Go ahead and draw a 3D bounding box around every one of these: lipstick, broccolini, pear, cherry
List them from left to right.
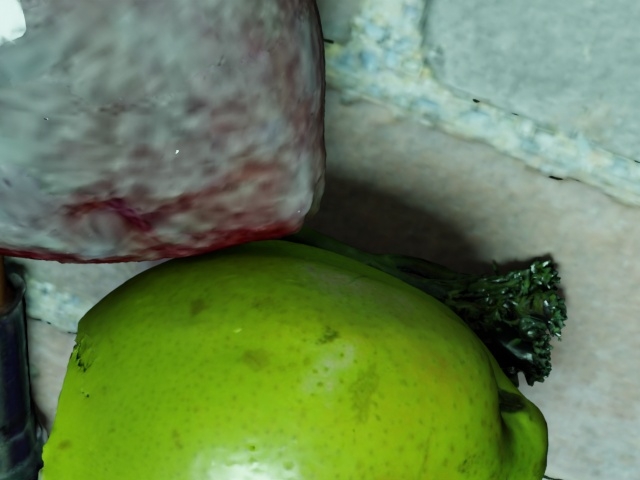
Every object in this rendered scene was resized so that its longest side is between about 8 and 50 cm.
[{"bbox_3d":[-0.187,0.103,1.071,0.081,0.081,0.299,10,129,11],"label":"lipstick"},{"bbox_3d":[-0.118,-0.097,0.821,0.300,0.203,0.230,35,121,-23],"label":"cherry"},{"bbox_3d":[-0.008,0.086,0.882,0.220,0.187,0.187,3,127,2],"label":"pear"},{"bbox_3d":[0.000,0.004,0.972,0.254,0.071,0.057,25,153,9],"label":"broccolini"}]
